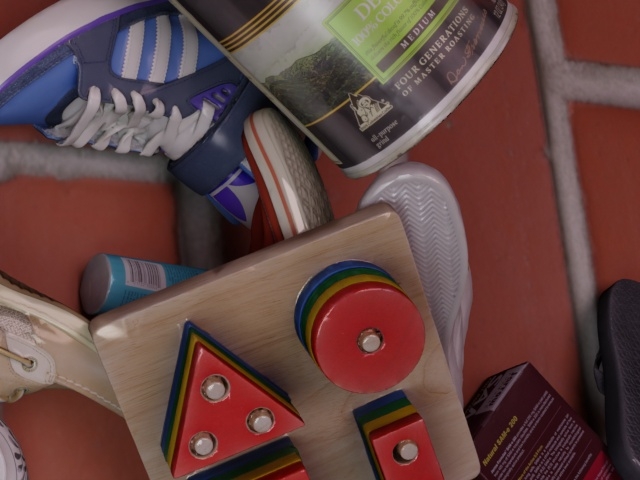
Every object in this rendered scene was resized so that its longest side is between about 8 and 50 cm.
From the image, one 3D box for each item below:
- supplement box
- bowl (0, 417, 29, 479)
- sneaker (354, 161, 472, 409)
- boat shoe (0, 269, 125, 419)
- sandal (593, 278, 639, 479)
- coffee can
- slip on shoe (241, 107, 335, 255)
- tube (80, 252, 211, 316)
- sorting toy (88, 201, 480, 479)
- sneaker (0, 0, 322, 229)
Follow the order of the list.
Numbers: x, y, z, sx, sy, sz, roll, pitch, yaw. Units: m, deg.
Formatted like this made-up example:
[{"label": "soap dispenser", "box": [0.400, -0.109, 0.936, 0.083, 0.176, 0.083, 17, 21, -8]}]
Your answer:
[{"label": "supplement box", "box": [0.220, 0.244, 1.691, 0.239, 0.073, 0.130, 48, 55, -10]}, {"label": "bowl", "box": [-0.287, 0.183, 1.399, 0.170, 0.080, 0.170, 11, 68, -29]}, {"label": "sneaker", "box": [0.077, 0.025, 1.580, 0.108, 0.293, 0.169, 0, 37, 5]}, {"label": "boat shoe", "box": [-0.257, 0.077, 1.445, 0.302, 0.109, 0.098, 35, 79, -26]}, {"label": "sandal", "box": [0.295, 0.135, 1.767, 0.097, 0.054, 0.254, 33, 41, -19]}, {"label": "coffee can", "box": [-0.004, -0.215, 1.494, 0.275, 0.201, 0.201, 44, 56, -15]}, {"label": "slip on shoe", "box": [-0.029, 0.054, 1.539, 0.123, 0.101, 0.331, -55, 136, -74]}, {"label": "tube", "box": [-0.104, 0.054, 1.579, 0.207, 0.052, 0.080, 13, 75, -33]}, {"label": "sorting toy", "box": [-0.015, 0.139, 1.441, 0.257, 0.089, 0.256, -22, 113, -7]}, {"label": "sneaker", "box": [-0.131, -0.099, 1.562, 0.322, 0.130, 0.236, -30, 86, -41]}]
